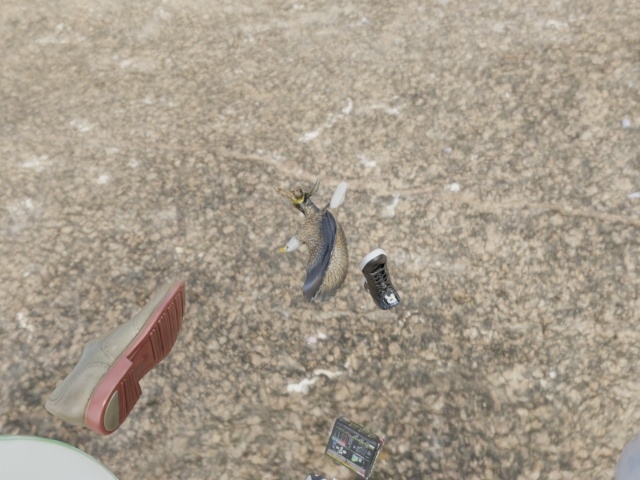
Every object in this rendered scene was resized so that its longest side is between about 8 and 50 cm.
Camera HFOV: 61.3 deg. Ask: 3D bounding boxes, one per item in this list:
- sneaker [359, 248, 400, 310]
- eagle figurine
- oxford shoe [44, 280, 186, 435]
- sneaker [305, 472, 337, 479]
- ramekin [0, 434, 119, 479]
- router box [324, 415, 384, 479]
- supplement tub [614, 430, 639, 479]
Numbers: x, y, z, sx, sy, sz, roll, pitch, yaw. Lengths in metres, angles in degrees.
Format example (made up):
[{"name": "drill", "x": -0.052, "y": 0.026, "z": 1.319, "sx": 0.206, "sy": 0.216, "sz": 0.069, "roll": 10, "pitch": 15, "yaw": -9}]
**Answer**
[{"name": "sneaker", "x": 0.164, "y": 0.110, "z": 1.395, "sx": 0.079, "sy": 0.217, "sz": 0.121, "roll": -31, "pitch": 67, "yaw": -9}, {"name": "eagle figurine", "x": -0.007, "y": 0.005, "z": 1.423, "sx": 0.226, "sy": 0.225, "sz": 0.298, "roll": -14, "pitch": 73, "yaw": -37}, {"name": "oxford shoe", "x": -0.354, "y": 0.180, "z": 0.979, "sx": 0.130, "sy": 0.123, "sz": 0.348, "roll": 11, "pitch": 33, "yaw": 9}, {"name": "sneaker", "x": -0.035, "y": 0.702, "z": 1.436, "sx": 0.094, "sy": 0.235, "sz": 0.153, "roll": 41, "pitch": 30, "yaw": 8}, {"name": "ramekin", "x": -0.280, "y": 0.313, "z": 0.436, "sx": 0.148, "sy": 0.303, "sz": 0.303, "roll": -37, "pitch": 48, "yaw": 23}, {"name": "router box", "x": 0.079, "y": 0.483, "z": 1.265, "sx": 0.122, "sy": 0.038, "sz": 0.092, "roll": 22, "pitch": 97, "yaw": 28}, {"name": "supplement tub", "x": 0.299, "y": 0.134, "z": 0.231, "sx": 0.331, "sy": 0.241, "sz": 0.241, "roll": -48, "pitch": 51, "yaw": 14}]
